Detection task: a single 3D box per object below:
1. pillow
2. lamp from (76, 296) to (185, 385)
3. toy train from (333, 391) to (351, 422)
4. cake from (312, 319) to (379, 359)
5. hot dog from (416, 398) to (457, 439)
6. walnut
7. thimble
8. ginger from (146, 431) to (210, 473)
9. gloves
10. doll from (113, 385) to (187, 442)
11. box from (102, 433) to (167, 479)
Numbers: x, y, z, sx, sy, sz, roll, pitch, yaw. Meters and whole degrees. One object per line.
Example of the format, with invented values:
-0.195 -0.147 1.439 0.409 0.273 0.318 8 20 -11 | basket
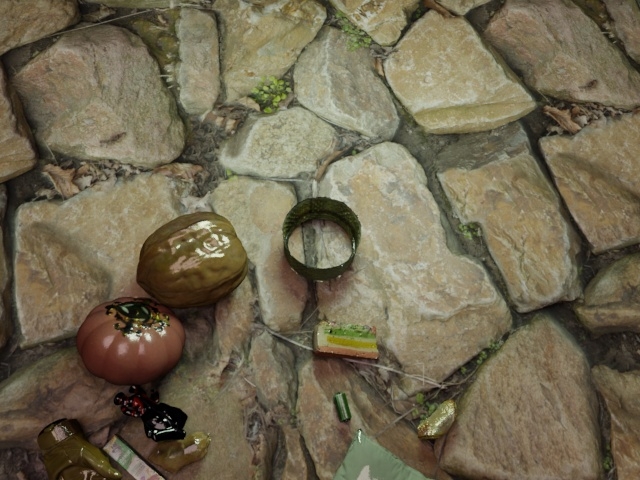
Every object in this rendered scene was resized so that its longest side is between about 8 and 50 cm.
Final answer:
0.157 0.751 1.397 0.310 0.119 0.312 31 68 5 | pillow
-0.563 0.310 1.468 0.306 0.239 0.305 17 22 -7 | lamp
0.070 0.516 1.525 0.038 0.056 0.093 -12 69 -11 | toy train
0.077 0.331 1.616 0.226 0.090 0.109 10 63 -20 | cake
0.367 0.567 1.521 0.169 0.061 0.078 -34 31 -18 | hot dog
-0.411 0.067 1.561 0.344 0.306 0.306 -18 69 -22 | walnut
0.000 0.000 1.692 0.271 0.150 0.270 1 66 -3 | thimble
-0.413 0.618 1.440 0.190 0.068 0.095 -17 37 -10 | ginger
-0.666 0.648 1.371 0.154 0.141 0.331 -25 58 -41 | gloves
-0.490 0.515 1.455 0.249 0.088 0.127 24 56 18 | doll
-0.539 0.649 1.431 0.207 0.041 0.050 36 69 10 | box
